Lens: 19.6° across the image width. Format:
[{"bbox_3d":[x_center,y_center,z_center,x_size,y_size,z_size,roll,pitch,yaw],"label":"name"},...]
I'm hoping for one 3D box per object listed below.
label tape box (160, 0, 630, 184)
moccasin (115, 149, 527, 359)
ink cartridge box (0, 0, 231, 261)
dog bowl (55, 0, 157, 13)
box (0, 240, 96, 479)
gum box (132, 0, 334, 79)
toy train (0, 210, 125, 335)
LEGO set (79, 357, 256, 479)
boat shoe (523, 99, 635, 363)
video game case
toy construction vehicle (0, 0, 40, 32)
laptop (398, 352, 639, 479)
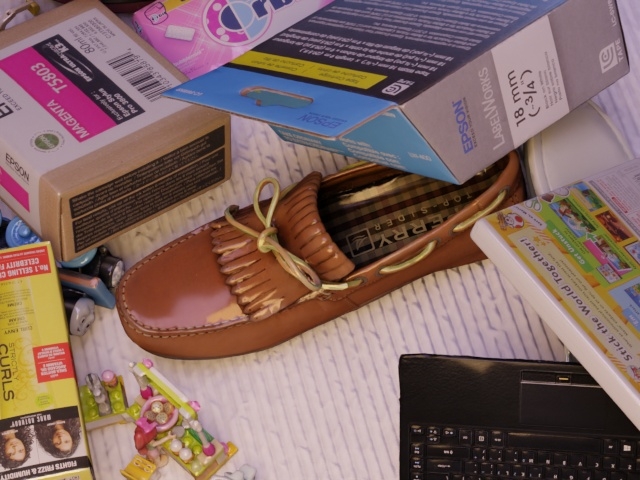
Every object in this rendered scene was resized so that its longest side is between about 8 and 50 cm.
[{"bbox_3d":[0.067,-0.137,1.623,0.334,0.106,0.241,-33,31,-30],"label":"label tape box"},{"bbox_3d":[0.001,0.003,1.643,0.380,0.147,0.139,-14,62,1],"label":"moccasin"},{"bbox_3d":[-0.226,-0.110,1.719,0.193,0.088,0.235,-28,52,-29],"label":"ink cartridge box"},{"bbox_3d":[-0.196,-0.407,1.879,0.408,0.150,0.408,-3,64,6],"label":"dog bowl"},{"bbox_3d":[-0.247,0.114,1.563,0.087,0.058,0.232,-10,55,-6],"label":"box"},{"bbox_3d":[-0.081,-0.204,1.807,0.188,0.062,0.107,-27,63,-6],"label":"gum box"},{"bbox_3d":[-0.274,0.030,1.710,0.184,0.080,0.105,15,75,14],"label":"toy train"},{"bbox_3d":[-0.189,0.158,1.613,0.287,0.107,0.132,17,67,15],"label":"LEGO set"},{"bbox_3d":[0.228,0.012,1.628,0.116,0.099,0.319,4,57,-26],"label":"boat shoe"},{"bbox_3d":[0.265,0.040,1.521,0.206,0.026,0.227,-20,60,-36],"label":"video game case"},{"bbox_3d":[-0.303,-0.188,1.845,0.098,0.035,0.086,-38,65,-11],"label":"toy construction vehicle"},{"bbox_3d":[0.171,0.242,1.502,0.234,0.264,0.136,3,22,8],"label":"laptop"}]
